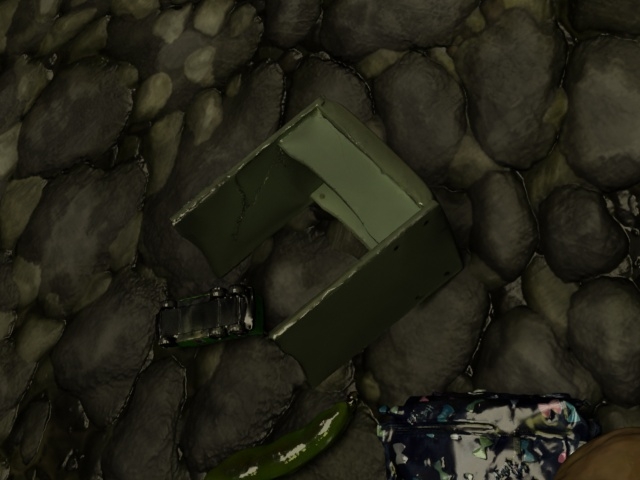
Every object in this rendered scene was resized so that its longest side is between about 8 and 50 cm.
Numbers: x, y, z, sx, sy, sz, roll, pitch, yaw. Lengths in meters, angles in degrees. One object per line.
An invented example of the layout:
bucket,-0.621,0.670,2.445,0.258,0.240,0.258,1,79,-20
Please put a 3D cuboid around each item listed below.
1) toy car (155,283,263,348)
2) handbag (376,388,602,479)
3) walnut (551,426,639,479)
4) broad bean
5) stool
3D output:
toy car,-0.156,0.112,1.647,0.165,0.062,0.071,-13,65,25
handbag,0.196,0.252,1.364,0.260,0.113,0.162,-3,78,27
walnut,0.334,0.323,1.174,0.273,0.227,0.273,0,95,2
broad bean,-0.052,0.279,1.535,0.254,0.046,0.065,-31,53,15
stool,0.000,0.000,1.502,0.270,0.170,0.243,-39,56,-5
